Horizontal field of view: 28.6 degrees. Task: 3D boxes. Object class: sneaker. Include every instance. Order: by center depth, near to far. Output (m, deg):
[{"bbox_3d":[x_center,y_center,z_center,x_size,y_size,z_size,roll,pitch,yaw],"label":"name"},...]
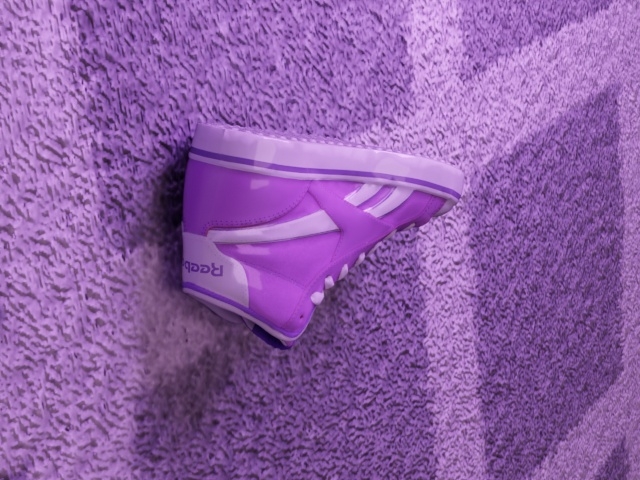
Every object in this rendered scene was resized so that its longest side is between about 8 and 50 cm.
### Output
[{"bbox_3d":[-0.001,0.000,0.959,0.282,0.102,0.161,1,99,-46],"label":"sneaker"}]
